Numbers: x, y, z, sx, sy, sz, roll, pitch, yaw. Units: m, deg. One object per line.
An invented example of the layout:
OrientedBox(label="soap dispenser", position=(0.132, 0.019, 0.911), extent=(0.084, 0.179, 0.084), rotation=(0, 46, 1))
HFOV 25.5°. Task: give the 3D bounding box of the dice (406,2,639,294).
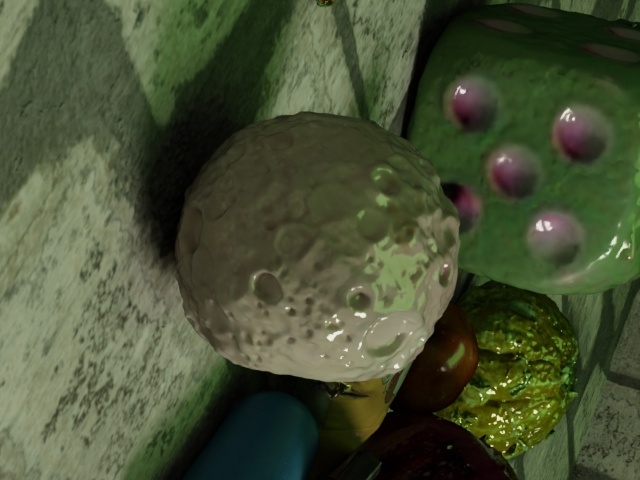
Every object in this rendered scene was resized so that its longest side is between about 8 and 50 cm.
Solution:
OrientedBox(label="dice", position=(0.306, -0.124, 1.872), extent=(0.322, 0.330, 0.318), rotation=(-37, 140, -61))

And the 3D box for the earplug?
OrientedBox(label="earplug", position=(-0.084, 0.262, 1.440), extent=(0.273, 0.132, 0.132), rotation=(-58, 154, -46))

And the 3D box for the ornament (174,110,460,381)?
OrientedBox(label="ornament", position=(0.000, 0.000, 1.264), extent=(0.259, 0.259, 0.225), rotation=(-13, 112, -67))

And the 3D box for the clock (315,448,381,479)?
OrientedBox(label="clock", position=(-0.037, 0.342, 1.560), extent=(0.279, 0.049, 0.273), rotation=(-50, 172, -8))

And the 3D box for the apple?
OrientedBox(label="apple", position=(0.139, 0.154, 1.893), extent=(0.158, 0.156, 0.147), rotation=(98, -31, -74))

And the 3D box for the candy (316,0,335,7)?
OrientedBox(label="candy", position=(0.011, -0.275, 1.438), extent=(0.023, 0.025, 0.083), rotation=(132, -28, -70))

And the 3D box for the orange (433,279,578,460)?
OrientedBox(label="orange", position=(0.299, 0.199, 2.257), extent=(0.301, 0.223, 0.300), rotation=(68, 37, -58))

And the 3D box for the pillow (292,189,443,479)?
OrientedBox(label="pillow", position=(0.053, 0.118, 1.654), extent=(0.312, 0.119, 0.310), rotation=(108, 7, -58))

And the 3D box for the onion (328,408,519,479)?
OrientedBox(label="onion", position=(0.098, 0.415, 1.816), extent=(0.385, 0.348, 0.348), rotation=(-36, 154, -2))
